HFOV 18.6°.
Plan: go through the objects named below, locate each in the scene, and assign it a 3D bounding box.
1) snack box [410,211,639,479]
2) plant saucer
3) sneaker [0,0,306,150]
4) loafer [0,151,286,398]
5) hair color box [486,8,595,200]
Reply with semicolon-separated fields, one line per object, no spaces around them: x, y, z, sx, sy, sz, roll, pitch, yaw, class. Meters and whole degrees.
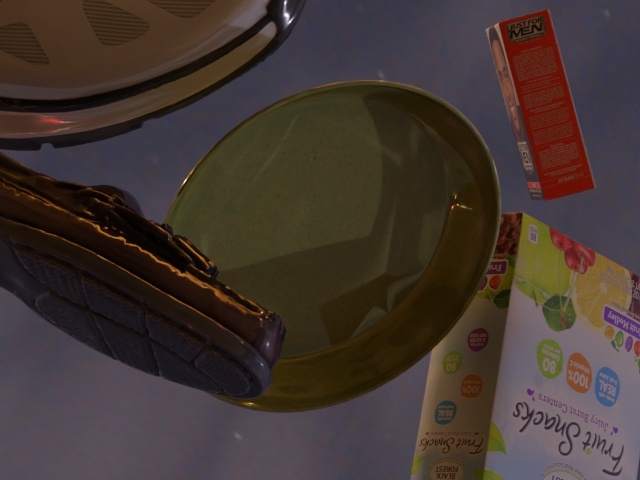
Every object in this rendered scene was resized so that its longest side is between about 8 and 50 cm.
0.153;0.106;1.359;0.070;0.174;0.207;-4;-111;44;snack box
0.000;0.000;1.244;0.241;0.241;0.037;-39;-140;0;plant saucer
-0.241;-0.191;1.161;0.447;0.257;0.169;-3;-124;10;sneaker
-0.147;-0.011;1.099;0.302;0.109;0.095;22;-116;15;loafer
0.169;-0.103;1.512;0.043;0.072;0.141;-15;-88;-3;hair color box
